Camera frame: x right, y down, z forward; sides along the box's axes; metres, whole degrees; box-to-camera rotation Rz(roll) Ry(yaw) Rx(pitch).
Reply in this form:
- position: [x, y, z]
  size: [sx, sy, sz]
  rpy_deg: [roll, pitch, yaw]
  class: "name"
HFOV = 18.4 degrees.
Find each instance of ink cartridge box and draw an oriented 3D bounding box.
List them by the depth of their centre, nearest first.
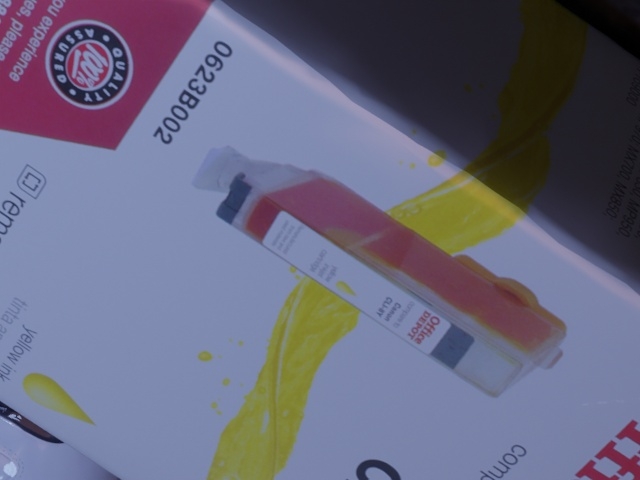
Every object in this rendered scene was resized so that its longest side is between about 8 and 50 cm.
- position: [0.000, 0.000, 0.921]
  size: [0.385, 0.160, 0.279]
  rpy_deg: [34, 130, -6]
  class: "ink cartridge box"

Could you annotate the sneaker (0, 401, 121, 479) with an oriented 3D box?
- position: [-0.266, 0.148, 1.077]
  size: [0.366, 0.137, 0.210]
  rpy_deg: [-1, 83, 15]
  class: "sneaker"
